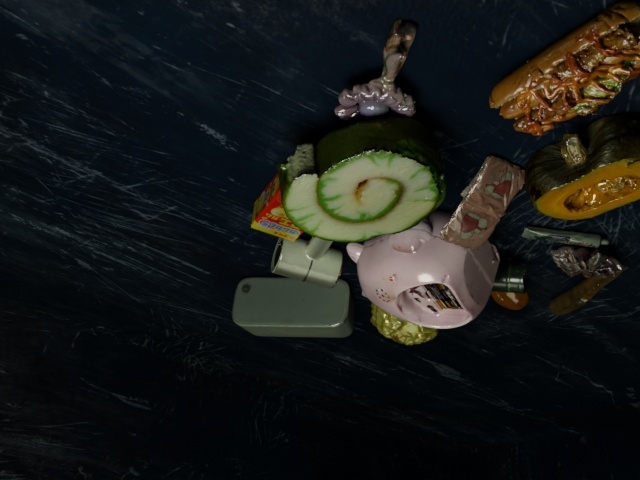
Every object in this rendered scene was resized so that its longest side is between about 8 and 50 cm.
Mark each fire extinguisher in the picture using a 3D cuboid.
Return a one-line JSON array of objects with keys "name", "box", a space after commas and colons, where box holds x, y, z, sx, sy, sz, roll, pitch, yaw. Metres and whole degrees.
[{"name": "fire extinguisher", "box": [0.469, 0.104, 1.990, 0.295, 0.093, 0.118, 3, 107, 24]}]

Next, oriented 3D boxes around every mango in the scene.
[{"name": "mango", "box": [0.587, 0.153, 2.070, 0.105, 0.084, 0.159, -22, 117, 41]}]

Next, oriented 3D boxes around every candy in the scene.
[{"name": "candy", "box": [-0.076, -0.106, 1.772, 0.146, 0.088, 0.276, 18, 149, -20]}]

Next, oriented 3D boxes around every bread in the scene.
[{"name": "bread", "box": [0.087, -0.138, 1.513, 0.382, 0.129, 0.366, 7, 146, -15]}]

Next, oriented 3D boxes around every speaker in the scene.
[{"name": "speaker", "box": [-0.085, 0.241, 2.294, 0.407, 0.183, 0.184, 0, 155, 14]}]

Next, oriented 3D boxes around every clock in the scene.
[{"name": "clock", "box": [0.278, 0.096, 1.845, 0.377, 0.250, 0.368, -5, 140, 38]}]

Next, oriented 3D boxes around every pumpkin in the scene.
[{"name": "pumpkin", "box": [0.596, -0.163, 1.464, 0.222, 0.139, 0.317, 25, 149, -33]}]

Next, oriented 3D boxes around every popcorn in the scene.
[{"name": "popcorn", "box": [0.273, 0.222, 2.128, 0.255, 0.256, 0.195, -38, 174, 20]}]

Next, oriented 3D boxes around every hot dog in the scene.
[{"name": "hot dog", "box": [0.487, -0.308, 1.248, 0.158, 0.117, 0.349, 25, 146, -29]}]

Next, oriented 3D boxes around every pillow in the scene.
[{"name": "pillow", "box": [0.402, -0.091, 1.628, 0.135, 0.049, 0.248, 18, 118, -20]}]

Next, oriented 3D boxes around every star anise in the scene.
[{"name": "star anise", "box": [0.747, 0.063, 1.860, 0.212, 0.073, 0.197, 18, 169, -32]}]

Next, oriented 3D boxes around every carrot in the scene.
[{"name": "carrot", "box": [0.823, 0.152, 2.028, 0.070, 0.070, 0.342, 14, 149, -11]}]

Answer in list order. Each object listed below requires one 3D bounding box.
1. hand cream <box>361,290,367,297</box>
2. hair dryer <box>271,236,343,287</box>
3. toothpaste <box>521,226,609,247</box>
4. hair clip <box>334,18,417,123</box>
[{"name": "hand cream", "box": [0.279, 0.194, 2.250, 0.276, 0.059, 0.095, 11, 148, 5]}, {"name": "hair dryer", "box": [0.000, 0.000, 1.927, 0.203, 0.128, 0.362, 17, 142, -13]}, {"name": "toothpaste", "box": [0.674, -0.009, 1.808, 0.234, 0.038, 0.060, 7, 156, 5]}, {"name": "hair clip", "box": [0.132, -0.321, 1.361, 0.173, 0.069, 0.300, 9, 151, -6]}]
